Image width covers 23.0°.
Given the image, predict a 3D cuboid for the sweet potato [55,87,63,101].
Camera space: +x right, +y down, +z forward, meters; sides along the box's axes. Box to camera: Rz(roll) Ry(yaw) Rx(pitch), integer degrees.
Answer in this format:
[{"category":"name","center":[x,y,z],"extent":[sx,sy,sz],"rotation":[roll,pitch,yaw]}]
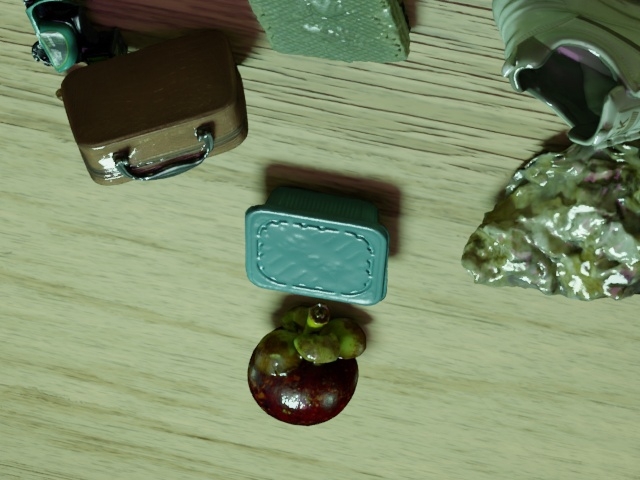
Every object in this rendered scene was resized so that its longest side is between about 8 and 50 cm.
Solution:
[{"category":"sweet potato","center":[-0.215,-0.138,1.833],"extent":[0.195,0.056,0.056],"rotation":[18,144,-12]}]

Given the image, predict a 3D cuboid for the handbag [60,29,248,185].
[{"category":"handbag","center":[-0.174,-0.140,1.698],"extent":[0.193,0.151,0.072],"rotation":[-17,139,-2]}]

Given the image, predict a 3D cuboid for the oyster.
[{"category":"oyster","center":[0.321,-0.008,1.763],"extent":[0.351,0.114,0.238],"rotation":[-10,137,29]}]

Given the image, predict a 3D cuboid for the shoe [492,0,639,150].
[{"category":"shoe","center":[0.305,-0.147,1.553],"extent":[0.316,0.159,0.124],"rotation":[24,142,-7]}]

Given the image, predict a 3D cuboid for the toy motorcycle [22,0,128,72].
[{"category":"toy motorcycle","center":[-0.279,-0.248,1.707],"extent":[0.100,0.058,0.173],"rotation":[-5,142,13]}]

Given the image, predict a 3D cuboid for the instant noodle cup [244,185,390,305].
[{"category":"instant noodle cup","center":[0.000,0.000,1.923],"extent":[0.179,0.070,0.157],"rotation":[10,142,7]}]

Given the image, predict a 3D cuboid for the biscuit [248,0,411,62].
[{"category":"biscuit","center":[0.004,-0.237,1.550],"extent":[0.150,0.052,0.252],"rotation":[7,166,11]}]

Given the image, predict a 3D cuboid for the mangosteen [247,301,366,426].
[{"category":"mangosteen","center":[-0.025,0.152,2.091],"extent":[0.146,0.156,0.181],"rotation":[15,121,44]}]
